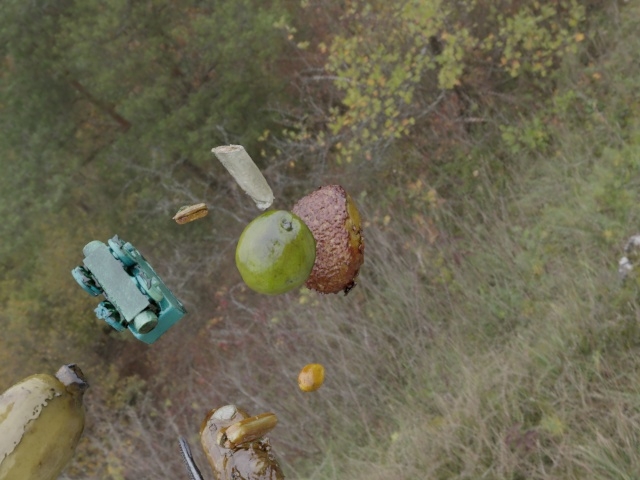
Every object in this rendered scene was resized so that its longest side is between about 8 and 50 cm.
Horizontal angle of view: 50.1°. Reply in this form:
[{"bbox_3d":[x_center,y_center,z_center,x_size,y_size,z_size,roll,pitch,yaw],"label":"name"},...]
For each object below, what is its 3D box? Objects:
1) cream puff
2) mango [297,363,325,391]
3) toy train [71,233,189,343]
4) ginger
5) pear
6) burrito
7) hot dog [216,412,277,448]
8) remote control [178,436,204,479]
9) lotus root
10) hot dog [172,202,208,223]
[{"bbox_3d":[-0.001,-0.001,2.074,0.228,0.350,0.350,1,38,-12],"label":"cream puff"},{"bbox_3d":[-0.018,0.316,1.582,0.089,0.060,0.046,-33,-29,-54],"label":"mango"},{"bbox_3d":[-0.344,0.088,1.237,0.112,0.163,0.203,-40,69,-4],"label":"toy train"},{"bbox_3d":[-0.218,0.611,1.938,0.418,0.176,0.254,58,143,44],"label":"ginger"},{"bbox_3d":[-0.112,0.033,1.748,0.269,0.212,0.212,124,164,-51],"label":"pear"},{"bbox_3d":[-0.207,-0.182,1.922,0.087,0.226,0.060,-20,26,33],"label":"burrito"},{"bbox_3d":[-0.177,0.481,1.727,0.092,0.235,0.062,-31,74,22],"label":"hot dog"},{"bbox_3d":[-0.324,0.591,1.755,0.028,0.059,0.212,-16,36,-22],"label":"remote control"},{"bbox_3d":[-0.468,0.319,1.075,0.284,0.146,0.160,-57,-6,-24],"label":"lotus root"},{"bbox_3d":[-0.461,-0.099,2.430,0.133,0.056,0.041,-21,33,-18],"label":"hot dog"}]
